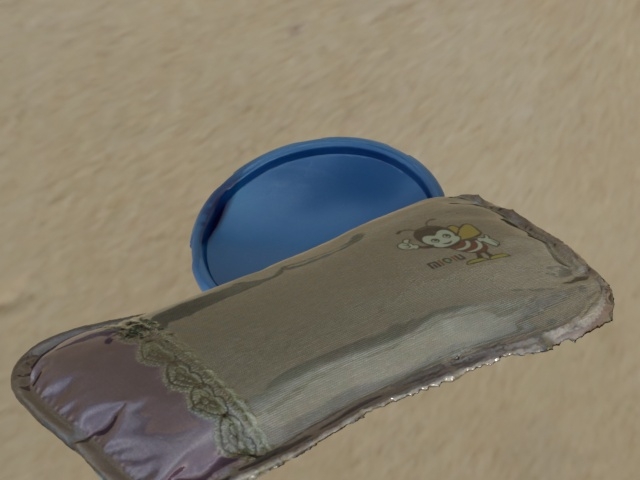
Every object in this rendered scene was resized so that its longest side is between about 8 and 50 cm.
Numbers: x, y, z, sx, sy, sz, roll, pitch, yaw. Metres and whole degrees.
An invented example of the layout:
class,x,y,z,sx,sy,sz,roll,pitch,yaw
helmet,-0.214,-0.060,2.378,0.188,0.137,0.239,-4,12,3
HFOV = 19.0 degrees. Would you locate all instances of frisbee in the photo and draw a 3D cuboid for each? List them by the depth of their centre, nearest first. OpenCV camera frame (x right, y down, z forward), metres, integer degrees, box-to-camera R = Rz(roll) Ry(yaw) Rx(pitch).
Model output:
class,x,y,z,sx,sy,sz,roll,pitch,yaw
frisbee,0.000,0.000,1.755,0.242,0.242,0.045,-3,135,11

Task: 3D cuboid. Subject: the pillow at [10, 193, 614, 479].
class,x,y,z,sx,sy,sz,roll,pitch,yaw
pillow,0.001,0.037,0.744,0.232,0.130,0.038,-21,121,-26
